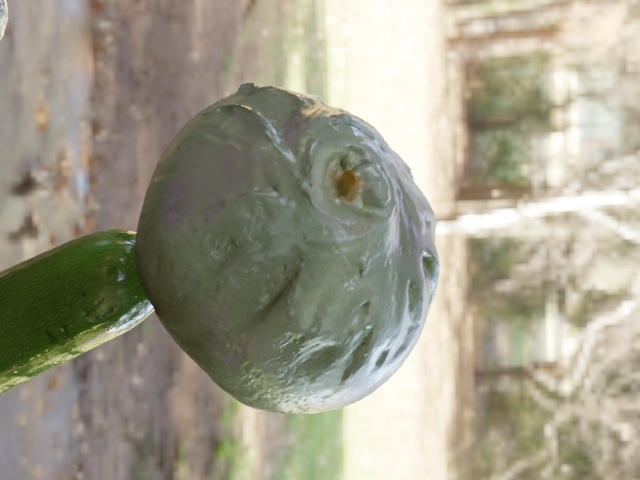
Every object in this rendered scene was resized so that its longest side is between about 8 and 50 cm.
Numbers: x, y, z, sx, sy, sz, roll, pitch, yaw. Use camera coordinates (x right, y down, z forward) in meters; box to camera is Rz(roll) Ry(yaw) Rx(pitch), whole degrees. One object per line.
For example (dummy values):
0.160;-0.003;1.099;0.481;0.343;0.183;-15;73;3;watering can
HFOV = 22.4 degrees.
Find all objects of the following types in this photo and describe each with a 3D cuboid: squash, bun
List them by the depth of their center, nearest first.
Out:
0.000;0.000;1.310;0.283;0.179;0.283;15;69;-42;bun
-0.289;0.088;1.379;0.101;0.379;0.101;47;28;-35;squash

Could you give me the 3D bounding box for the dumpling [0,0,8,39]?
-0.313;-0.171;1.203;0.219;0.153;0.108;-142;-107;-78;dumpling
